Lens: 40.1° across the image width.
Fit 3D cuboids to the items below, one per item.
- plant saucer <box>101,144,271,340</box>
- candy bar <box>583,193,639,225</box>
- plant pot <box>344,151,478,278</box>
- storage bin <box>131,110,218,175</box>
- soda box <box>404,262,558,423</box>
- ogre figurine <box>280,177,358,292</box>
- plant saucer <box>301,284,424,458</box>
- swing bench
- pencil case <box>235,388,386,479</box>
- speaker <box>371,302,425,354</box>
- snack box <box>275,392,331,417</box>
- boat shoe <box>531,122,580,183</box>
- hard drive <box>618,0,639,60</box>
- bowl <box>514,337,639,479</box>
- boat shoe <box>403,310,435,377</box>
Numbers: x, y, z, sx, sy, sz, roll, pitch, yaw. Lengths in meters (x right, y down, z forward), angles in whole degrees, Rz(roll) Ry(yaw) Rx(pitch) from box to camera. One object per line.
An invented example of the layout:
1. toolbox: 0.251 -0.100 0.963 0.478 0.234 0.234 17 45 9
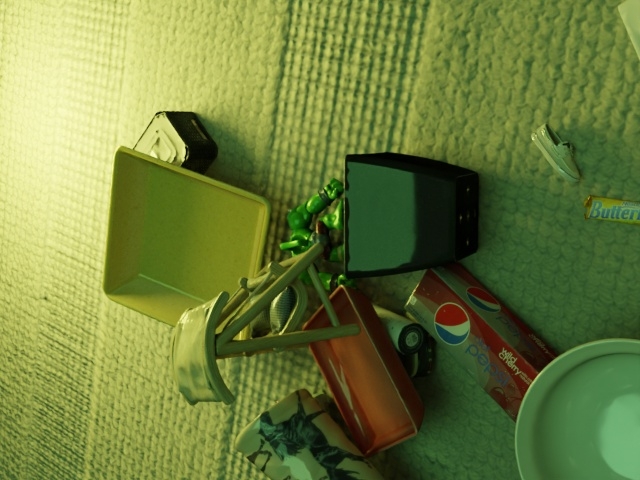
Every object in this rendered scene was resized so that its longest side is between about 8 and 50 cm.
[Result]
1. plant saucer: -0.245 0.009 1.664 0.332 0.081 0.333 21 117 18
2. candy bar: 0.443 -0.036 1.218 0.161 0.018 0.040 11 102 36
3. plant pot: 0.149 -0.040 1.355 0.166 0.188 0.188 3 98 24
4. storage bin: -0.301 -0.159 1.739 0.180 0.084 0.122 -48 68 31
5. soda box: 0.254 0.150 1.334 0.263 0.083 0.092 46 123 29
6. ogre figurine: 0.000 0.000 1.520 0.118 0.097 0.197 -11 101 27
7. plant saucer: 0.073 0.219 1.462 0.259 0.047 0.259 63 155 13
8. swing bench: -0.114 0.142 1.414 0.165 0.254 0.253 65 156 0
9. pencil case: 0.036 0.427 1.470 0.410 0.160 0.183 44 158 19
10. speaker: 0.112 0.143 1.444 0.136 0.055 0.055 20 110 59
11. snack box: -0.022 0.358 1.618 0.100 0.037 0.141 -15 87 36
12. boat shoe: 0.348 -0.129 1.271 0.035 0.035 0.100 -49 60 34
13. hard drive: 0.536 -0.296 1.054 0.318 0.040 0.210 -34 53 36
14. bowl: 0.423 0.272 1.177 0.297 0.134 0.298 1 92 28
15. boat shoe: 0.164 0.159 1.448 0.049 0.042 0.133 -3 83 63
